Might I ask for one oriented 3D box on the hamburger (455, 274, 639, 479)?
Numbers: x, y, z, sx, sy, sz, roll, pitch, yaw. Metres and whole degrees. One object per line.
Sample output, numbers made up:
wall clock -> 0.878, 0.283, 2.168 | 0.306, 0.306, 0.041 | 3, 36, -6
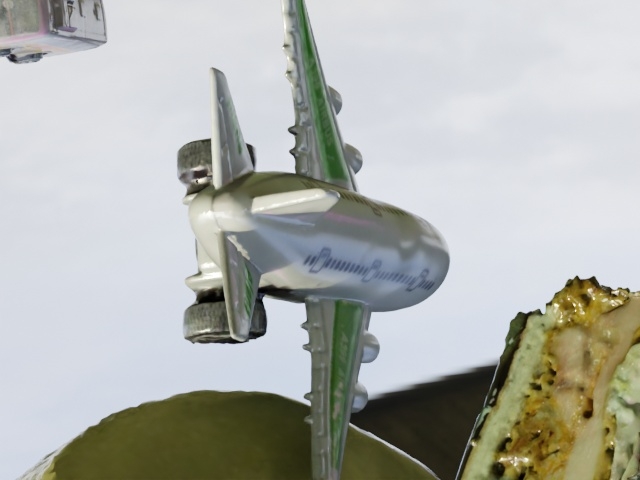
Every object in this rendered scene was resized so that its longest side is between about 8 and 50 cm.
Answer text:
hamburger -> 0.229, 0.160, 1.180 | 0.192, 0.288, 0.168 | 27, 170, -34

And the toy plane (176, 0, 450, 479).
toy plane -> -0.005, 0.001, 0.784 | 0.101, 0.251, 0.255 | -8, 169, 19

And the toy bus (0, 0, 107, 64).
toy bus -> -0.197, -0.155, 1.091 | 0.072, 0.057, 0.172 | -9, -176, 7

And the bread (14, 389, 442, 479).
bread -> -0.039, 0.233, 0.770 | 0.320, 0.237, 0.320 | 21, -143, -17
